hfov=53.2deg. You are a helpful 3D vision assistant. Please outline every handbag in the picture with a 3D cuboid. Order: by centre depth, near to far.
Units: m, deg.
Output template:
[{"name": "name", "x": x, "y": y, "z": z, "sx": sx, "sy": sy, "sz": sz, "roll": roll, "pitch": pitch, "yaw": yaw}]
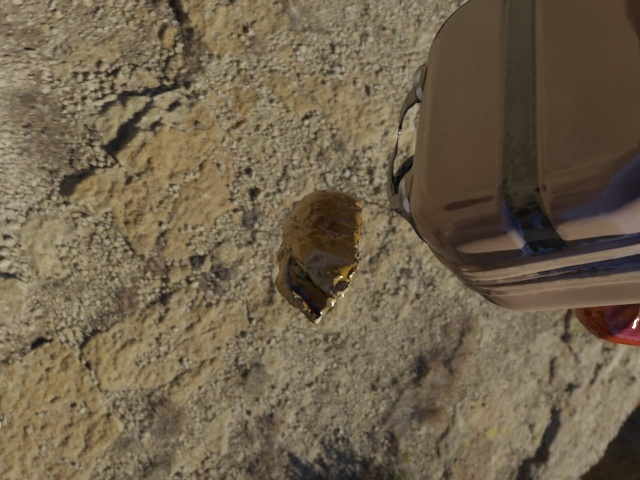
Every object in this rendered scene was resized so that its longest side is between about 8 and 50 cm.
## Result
[{"name": "handbag", "x": 0.168, "y": -0.087, "z": 0.526, "sx": 0.149, "sy": 0.283, "sz": 0.301, "roll": 38, "pitch": 49, "yaw": -34}]

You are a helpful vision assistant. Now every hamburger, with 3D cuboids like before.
[{"name": "hamburger", "x": 0.000, "y": 0.000, "z": 1.049, "sx": 0.131, "sy": 0.262, "sz": 0.124, "roll": 33, "pitch": 122, "yaw": -11}]

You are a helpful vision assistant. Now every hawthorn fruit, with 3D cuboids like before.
[{"name": "hawthorn fruit", "x": 0.343, "y": 0.063, "z": 0.743, "sx": 0.125, "sy": 0.140, "sz": 0.125, "roll": 10, "pitch": 73, "yaw": -37}]
